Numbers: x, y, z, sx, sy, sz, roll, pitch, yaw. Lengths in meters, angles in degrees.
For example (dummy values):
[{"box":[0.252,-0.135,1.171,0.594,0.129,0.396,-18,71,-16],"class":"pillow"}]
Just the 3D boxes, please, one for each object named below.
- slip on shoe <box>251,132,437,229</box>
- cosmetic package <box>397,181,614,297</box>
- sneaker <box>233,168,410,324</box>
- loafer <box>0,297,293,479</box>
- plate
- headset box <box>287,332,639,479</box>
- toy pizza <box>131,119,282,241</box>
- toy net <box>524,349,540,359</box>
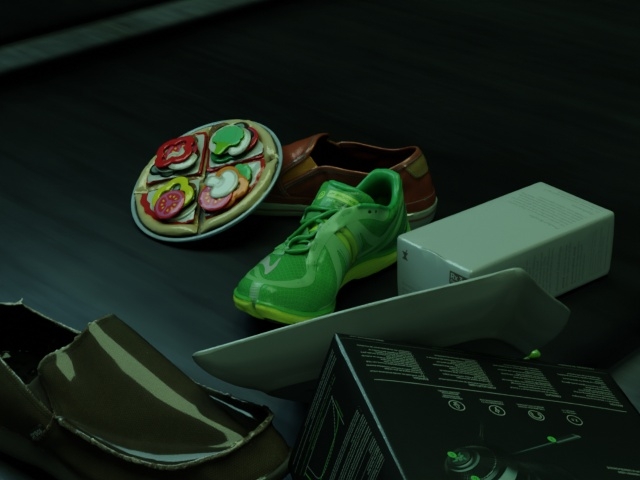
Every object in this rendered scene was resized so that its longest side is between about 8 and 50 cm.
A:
[{"box":[-0.017,-0.088,1.686,0.331,0.101,0.123,8,28,19],"class":"slip on shoe"},{"box":[0.205,0.016,1.490,0.231,0.085,0.117,-21,32,-33],"class":"cosmetic package"},{"box":[0.000,0.000,1.474,0.109,0.123,0.295,15,30,27],"class":"sneaker"},{"box":[-0.186,0.136,1.154,0.366,0.130,0.134,10,27,33],"class":"loafer"},{"box":[0.066,0.095,1.163,0.278,0.045,0.277,-15,-13,15],"class":"plate"},{"box":[0.137,0.205,0.962,0.246,0.131,0.283,8,25,-21],"class":"headset box"},{"box":[-0.142,-0.081,1.646,0.201,0.032,0.201,-15,44,15],"class":"toy pizza"},{"box":[0.097,0.101,1.353,0.232,0.045,0.122,9,27,18],"class":"toy net"}]
